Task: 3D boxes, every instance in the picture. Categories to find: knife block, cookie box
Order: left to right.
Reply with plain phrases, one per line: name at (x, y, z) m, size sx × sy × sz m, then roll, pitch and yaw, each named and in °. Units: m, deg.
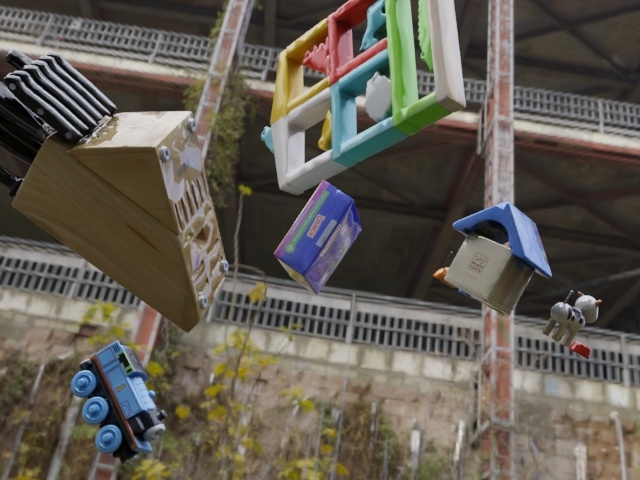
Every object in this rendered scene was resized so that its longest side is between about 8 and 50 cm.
knife block at (-0.236, -0.047, 0.697) m, size 0.242 × 0.088 × 0.275 m, roll 0°, pitch -59°, yaw 16°
cookie box at (0.000, 0.000, 0.730) m, size 0.040 × 0.091 × 0.107 m, roll 32°, pitch -9°, yaw 14°

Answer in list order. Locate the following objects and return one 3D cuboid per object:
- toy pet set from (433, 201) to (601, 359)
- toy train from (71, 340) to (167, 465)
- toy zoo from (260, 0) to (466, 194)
toy pet set at (0.136, 0.018, 0.504) m, size 0.114 × 0.065 × 0.122 m, roll 28°, pitch 0°, yaw -45°
toy train at (-0.308, 0.250, 1.093) m, size 0.105 × 0.184 × 0.080 m, roll -33°, pitch -23°, yaw -3°
toy zoo at (0.027, -0.173, 0.789) m, size 0.030 × 0.192 × 0.293 m, roll 18°, pitch -28°, yaw -39°
